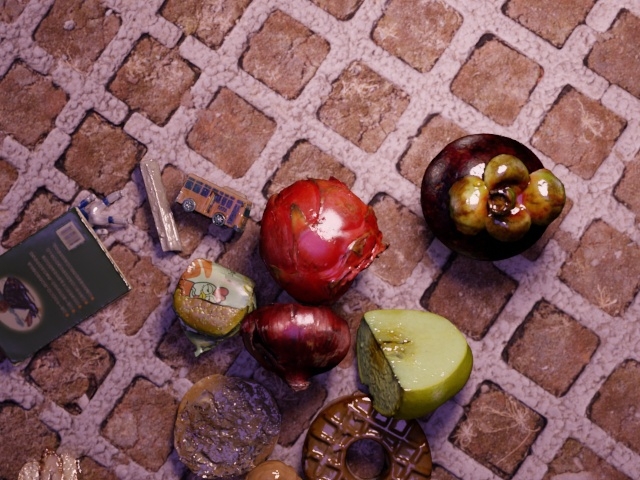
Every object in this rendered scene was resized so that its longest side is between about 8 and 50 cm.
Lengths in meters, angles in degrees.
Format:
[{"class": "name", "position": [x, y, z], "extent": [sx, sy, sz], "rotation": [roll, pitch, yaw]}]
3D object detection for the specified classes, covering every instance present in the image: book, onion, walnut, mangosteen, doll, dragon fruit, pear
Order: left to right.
[{"class": "book", "position": [-0.704, 0.119, 1.813], "extent": [0.371, 0.043, 0.260], "rotation": [-32, 97, 2]}, {"class": "doll", "position": [-0.609, -0.057, 1.838], "extent": [0.227, 0.057, 0.114], "rotation": [-18, 85, -1]}, {"class": "walnut", "position": [-0.119, 0.617, 1.729], "extent": [0.166, 0.149, 0.166], "rotation": [1, 112, 2]}, {"class": "onion", "position": [-0.065, 0.260, 1.680], "extent": [0.272, 0.272, 0.195], "rotation": [6, 57, 3]}, {"class": "dragon fruit", "position": [0.000, 0.000, 1.693], "extent": [0.295, 0.295, 0.301], "rotation": [-32, 68, 1]}, {"class": "pear", "position": [0.236, 0.296, 1.709], "extent": [0.292, 0.292, 0.159], "rotation": [5, 127, 3]}, {"class": "mangosteen", "position": [0.398, -0.104, 1.660], "extent": [0.330, 0.330, 0.330], "rotation": [0, 87, 3]}]

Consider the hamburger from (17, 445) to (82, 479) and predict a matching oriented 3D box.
[{"class": "hamburger", "position": [-0.662, 0.690, 1.748], "extent": [0.155, 0.245, 0.282], "rotation": [-4, 42, -22]}]

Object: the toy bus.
[{"class": "toy bus", "position": [-0.264, -0.094, 1.804], "extent": [0.182, 0.091, 0.103], "rotation": [26, 89, 6]}]

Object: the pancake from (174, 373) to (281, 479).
[{"class": "pancake", "position": [-0.237, 0.471, 1.790], "extent": [0.282, 0.049, 0.282], "rotation": [0, 86, 2]}]

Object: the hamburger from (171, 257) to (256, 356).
[{"class": "hamburger", "position": [-0.274, 0.171, 1.769], "extent": [0.214, 0.125, 0.235], "rotation": [28, 74, 14]}]

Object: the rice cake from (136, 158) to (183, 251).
[{"class": "rice cake", "position": [-0.414, -0.088, 1.832], "extent": [0.057, 0.052, 0.256], "rotation": [-14, 86, -27]}]

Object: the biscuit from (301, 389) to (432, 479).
[{"class": "biscuit", "position": [0.112, 0.541, 1.741], "extent": [0.332, 0.103, 0.332], "rotation": [0, 88, 3]}]
